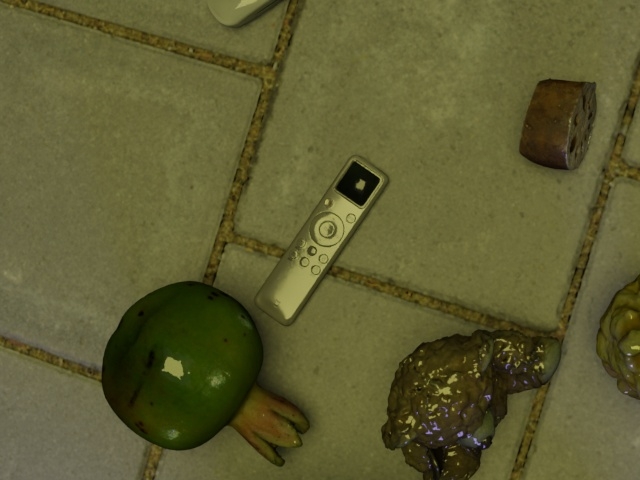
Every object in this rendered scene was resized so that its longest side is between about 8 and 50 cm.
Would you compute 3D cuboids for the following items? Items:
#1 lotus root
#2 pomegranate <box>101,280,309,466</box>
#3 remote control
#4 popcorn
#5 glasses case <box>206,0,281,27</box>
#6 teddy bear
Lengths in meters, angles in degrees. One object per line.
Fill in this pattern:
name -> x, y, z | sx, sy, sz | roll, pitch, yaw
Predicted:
lotus root -> 0.314, -0.157, 1.461 | 0.081, 0.112, 0.122 | 17, 93, 19
pomegranate -> -0.150, 0.195, 1.501 | 0.302, 0.236, 0.236 | 38, 96, -2
remote control -> 0.000, 0.000, 1.561 | 0.067, 0.029, 0.261 | 35, 95, 10
popcorn -> 0.458, 0.134, 1.362 | 0.259, 0.259, 0.212 | -15, 107, 11
glasses case -> -0.073, -0.379, 1.579 | 0.197, 0.049, 0.076 | -33, 82, 9
teddy bear -> 0.175, 0.196, 1.409 | 0.156, 0.256, 0.267 | 40, 95, 15
